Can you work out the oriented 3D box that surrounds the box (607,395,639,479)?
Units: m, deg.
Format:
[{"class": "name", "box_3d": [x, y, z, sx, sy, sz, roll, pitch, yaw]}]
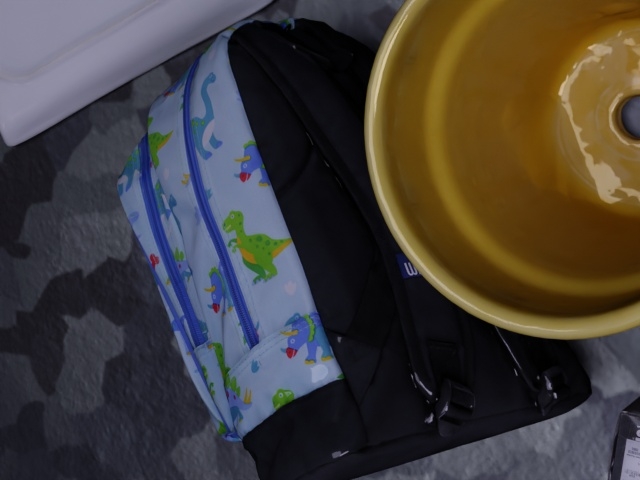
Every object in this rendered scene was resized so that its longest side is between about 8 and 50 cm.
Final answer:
[{"class": "box", "box_3d": [0.329, 0.145, 0.869, 0.231, 0.183, 0.056, 12, 101, 27]}]

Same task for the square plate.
[{"class": "square plate", "box_3d": [-0.240, -0.307, 1.202, 0.344, 0.049, 0.347, -23, 85, 30]}]

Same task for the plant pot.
[{"class": "plant pot", "box_3d": [0.191, -0.078, 0.883, 0.254, 0.239, 0.254, 4, 99, 28]}]

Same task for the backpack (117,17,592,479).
[{"class": "backpack", "box_3d": [0.000, 0.000, 0.989, 0.273, 0.290, 0.355, -27, 77, 44]}]
